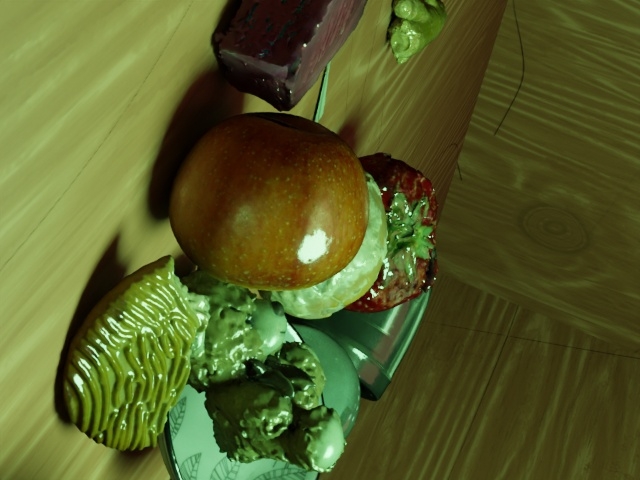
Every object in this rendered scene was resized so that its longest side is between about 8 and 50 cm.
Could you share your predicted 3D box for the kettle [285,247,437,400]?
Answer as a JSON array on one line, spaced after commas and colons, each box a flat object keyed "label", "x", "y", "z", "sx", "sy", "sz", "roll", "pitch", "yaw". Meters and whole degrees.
[{"label": "kettle", "x": 0.074, "y": 0.099, "z": 1.996, "sx": 0.324, "sy": 0.228, "sz": 0.321, "roll": -58, "pitch": -159, "yaw": -14}]

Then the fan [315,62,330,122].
[{"label": "fan", "x": 0.028, "y": -0.324, "z": 1.459, "sx": 0.415, "sy": 0.012, "sz": 0.233, "roll": 99, "pitch": 18, "yaw": -47}]

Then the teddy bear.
[{"label": "teddy bear", "x": -0.091, "y": 0.143, "z": 1.262, "sx": 0.267, "sy": 0.156, "sz": 0.256, "roll": -111, "pitch": 175, "yaw": -74}]

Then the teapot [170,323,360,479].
[{"label": "teapot", "x": -0.077, "y": 0.312, "z": 1.714, "sx": 0.285, "sy": 0.223, "sz": 0.305, "roll": 106, "pitch": 8, "yaw": -65}]

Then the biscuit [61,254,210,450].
[{"label": "biscuit", "x": -0.180, "y": 0.129, "z": 1.086, "sx": 0.176, "sy": 0.031, "sz": 0.229, "roll": -30, "pitch": 135, "yaw": -16}]

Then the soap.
[{"label": "soap", "x": -0.024, "y": -0.250, "z": 1.154, "sx": 0.250, "sy": 0.099, "sz": 0.162, "roll": -58, "pitch": 172, "yaw": -41}]

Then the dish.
[{"label": "dish", "x": -0.124, "y": 0.232, "z": 1.404, "sx": 0.316, "sy": 0.106, "sz": 0.317, "roll": 20, "pitch": 64, "yaw": -48}]

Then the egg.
[{"label": "egg", "x": 0.000, "y": 0.000, "z": 1.502, "sx": 0.233, "sy": 0.195, "sz": 0.195, "roll": -58, "pitch": 167, "yaw": -17}]

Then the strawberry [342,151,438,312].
[{"label": "strawberry", "x": 0.059, "y": -0.007, "z": 1.769, "sx": 0.274, "sy": 0.220, "sz": 0.274, "roll": -8, "pitch": 104, "yaw": -33}]

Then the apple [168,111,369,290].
[{"label": "apple", "x": -0.049, "y": -0.051, "z": 1.135, "sx": 0.235, "sy": 0.210, "sz": 0.173, "roll": -77, "pitch": 180, "yaw": -69}]

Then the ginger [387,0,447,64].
[{"label": "ginger", "x": 0.170, "y": -0.374, "z": 1.869, "sx": 0.205, "sy": 0.081, "sz": 0.115, "roll": -27, "pitch": 107, "yaw": -62}]
